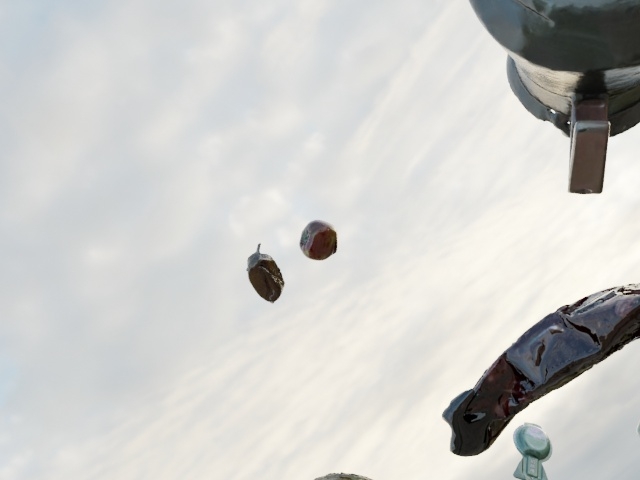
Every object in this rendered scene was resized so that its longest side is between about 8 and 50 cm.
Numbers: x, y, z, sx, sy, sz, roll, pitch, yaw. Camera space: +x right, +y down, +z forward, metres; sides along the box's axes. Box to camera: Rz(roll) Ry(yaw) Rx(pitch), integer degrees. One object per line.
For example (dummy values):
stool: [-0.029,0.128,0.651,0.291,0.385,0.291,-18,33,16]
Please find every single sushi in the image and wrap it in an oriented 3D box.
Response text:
sushi: [-0.104,0.065,1.604,0.052,0.055,0.120,-21,-60,19]

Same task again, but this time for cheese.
cheese: [0.337,0.335,1.333,0.120,0.067,0.026,-70,-2,-50]

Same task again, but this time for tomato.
tomato: [0.000,0.000,1.711,0.075,0.087,0.087,14,-54,-22]

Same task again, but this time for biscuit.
biscuit: [0.192,0.073,0.589,0.151,0.063,0.235,-10,-23,-49]

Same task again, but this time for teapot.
teapot: [0.343,-0.264,1.046,0.306,0.376,0.362,2,-15,18]

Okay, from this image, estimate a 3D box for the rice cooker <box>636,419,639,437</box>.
rice cooker: [0.697,0.299,1.382,0.277,0.288,0.288,-61,-29,-7]

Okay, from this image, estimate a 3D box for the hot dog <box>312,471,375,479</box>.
hot dog: [0.066,0.555,1.728,0.196,0.122,0.272,29,-49,-31]
